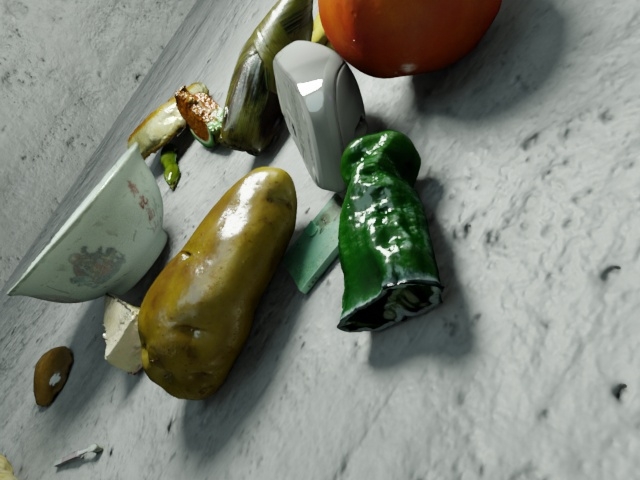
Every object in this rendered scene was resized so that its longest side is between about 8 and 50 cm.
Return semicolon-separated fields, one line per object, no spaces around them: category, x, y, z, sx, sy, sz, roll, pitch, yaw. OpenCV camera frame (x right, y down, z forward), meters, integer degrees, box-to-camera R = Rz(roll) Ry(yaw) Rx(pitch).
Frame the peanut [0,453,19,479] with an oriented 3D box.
peanut;-0.714;0.528;1.153;0.313;0.149;0.149;6;66;56

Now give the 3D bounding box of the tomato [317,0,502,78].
tomato;0.116;-0.322;0.760;0.259;0.180;0.260;-10;16;3

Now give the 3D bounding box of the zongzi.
zongzi;-0.093;-0.339;1.065;0.300;0.138;0.286;-43;28;60

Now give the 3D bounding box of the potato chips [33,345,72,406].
potato chips;-0.695;0.340;1.392;0.201;0.049;0.150;22;84;52

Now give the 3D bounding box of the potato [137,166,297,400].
potato;-0.152;0.053;0.822;0.369;0.176;0.195;-62;-9;-10

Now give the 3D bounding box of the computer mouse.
computer mouse;0.011;-0.199;0.839;0.121;0.184;0.297;-15;33;-9

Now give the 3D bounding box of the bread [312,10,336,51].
bread;0.035;-0.432;1.110;0.187;0.065;0.149;-4;65;62

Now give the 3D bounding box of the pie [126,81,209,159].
pie;-0.454;-0.365;1.639;0.315;0.092;0.315;-36;22;17

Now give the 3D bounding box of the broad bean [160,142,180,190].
broad bean;-0.426;-0.221;1.551;0.052;0.053;0.256;-13;35;-11

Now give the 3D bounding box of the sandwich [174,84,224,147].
sandwich;-0.286;-0.306;1.360;0.079;0.159;0.235;-39;6;-13

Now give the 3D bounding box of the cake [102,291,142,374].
cake;-0.374;0.149;1.096;0.117;0.086;0.220;-47;33;14

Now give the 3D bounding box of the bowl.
bowl;-0.486;0.002;1.255;0.435;0.196;0.435;-39;24;22

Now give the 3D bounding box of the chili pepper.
chili pepper;0.075;-0.033;0.658;0.136;0.099;0.270;123;153;-50

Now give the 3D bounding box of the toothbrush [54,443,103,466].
toothbrush;-0.466;0.411;1.044;0.194;0.017;0.014;-29;41;36

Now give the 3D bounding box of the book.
book;0.000;0.000;0.797;0.135;0.017;0.103;-51;32;9
